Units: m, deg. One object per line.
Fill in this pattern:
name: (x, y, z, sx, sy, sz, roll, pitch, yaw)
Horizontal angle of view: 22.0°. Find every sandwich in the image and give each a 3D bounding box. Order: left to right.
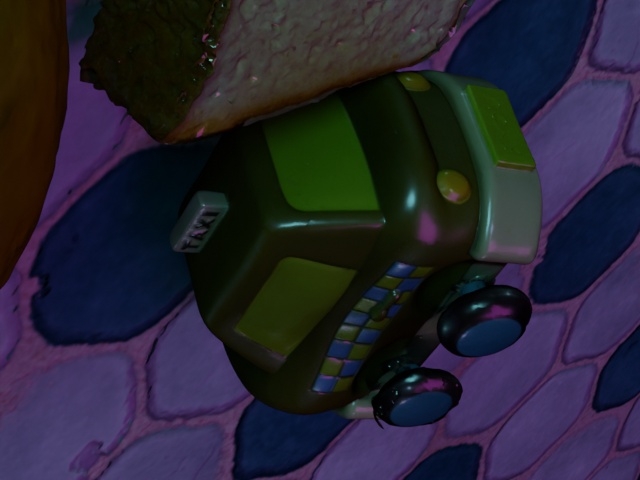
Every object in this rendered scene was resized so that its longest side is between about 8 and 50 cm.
sandwich: (0.020, -0.217, 0.873, 0.271, 0.099, 0.301, -25, 144, -46)

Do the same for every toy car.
toy car: (0.000, 0.000, 1.036, 0.198, 0.204, 0.248, 5, 140, -29)

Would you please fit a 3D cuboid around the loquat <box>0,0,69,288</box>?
loquat: (-0.211, -0.082, 0.572, 0.276, 0.276, 0.284, -7, 128, -50)
